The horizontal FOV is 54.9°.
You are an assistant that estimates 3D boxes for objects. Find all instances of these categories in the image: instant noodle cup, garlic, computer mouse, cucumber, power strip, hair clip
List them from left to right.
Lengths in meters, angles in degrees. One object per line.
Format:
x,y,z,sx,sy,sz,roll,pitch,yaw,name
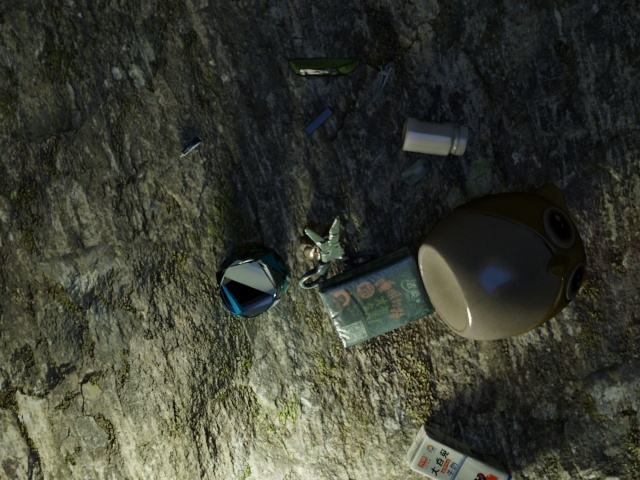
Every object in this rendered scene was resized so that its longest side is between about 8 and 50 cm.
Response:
-0.214,0.130,1.893,0.240,0.178,0.240,0,99,-1,instant noodle cup
-0.006,-0.367,1.894,0.111,0.038,0.029,-42,95,5,power strip
0.000,0.000,1.872,0.127,0.194,0.131,25,89,-2,garlic
0.014,-0.522,1.862,0.220,0.070,0.046,-2,128,2,cucumber
0.181,-0.482,1.885,0.039,0.030,0.115,26,95,15,hair clip
0.300,-0.214,1.920,0.110,0.032,0.056,-40,96,5,computer mouse

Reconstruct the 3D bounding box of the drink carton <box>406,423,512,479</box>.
0.449,0.737,2.021,0.315,0.106,0.130,26,95,-2,drink carton

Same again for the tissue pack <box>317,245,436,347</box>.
0.175,0.181,1.925,0.315,0.103,0.228,-22,113,3,tissue pack

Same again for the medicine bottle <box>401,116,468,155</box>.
0.345,-0.313,1.871,0.186,0.103,0.103,7,98,-2,medicine bottle

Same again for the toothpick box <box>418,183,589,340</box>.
0.536,0.062,1.769,0.425,0.409,0.409,-23,98,-11,toothpick box

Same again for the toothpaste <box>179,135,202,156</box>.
-0.405,-0.289,1.914,0.083,0.019,0.027,-43,79,2,toothpaste

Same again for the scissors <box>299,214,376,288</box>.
0.028,0.033,1.805,0.256,0.383,0.029,-22,64,1,scissors
